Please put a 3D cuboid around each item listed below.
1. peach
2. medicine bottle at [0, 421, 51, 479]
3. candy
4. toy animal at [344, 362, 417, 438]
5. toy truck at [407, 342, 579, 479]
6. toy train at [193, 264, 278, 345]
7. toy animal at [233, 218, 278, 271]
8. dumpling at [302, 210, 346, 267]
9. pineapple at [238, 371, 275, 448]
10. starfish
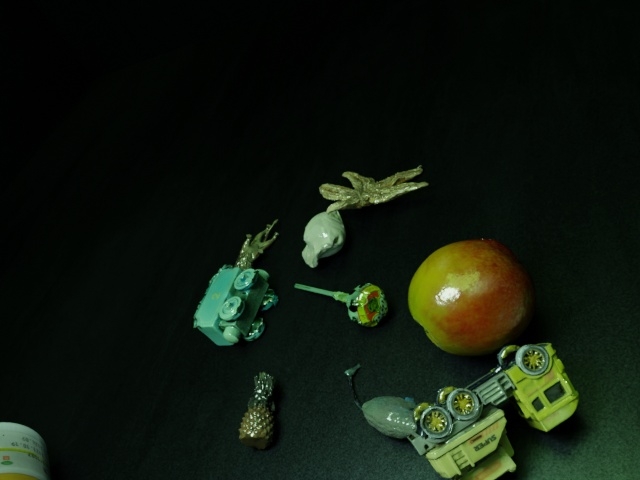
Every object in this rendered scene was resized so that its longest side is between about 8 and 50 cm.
[{"bbox_3d":[0.280,0.104,1.138,0.231,0.231,0.231,-19,40,17],"label":"peach"},{"bbox_3d":[-0.701,0.553,1.318,0.238,0.238,0.232,-38,37,-6],"label":"medicine bottle"},{"bbox_3d":[0.033,0.132,1.404,0.306,0.083,0.091,7,69,50],"label":"candy"},{"bbox_3d":[0.110,0.312,1.159,0.079,0.070,0.253,-10,14,-29],"label":"toy animal"},{"bbox_3d":[0.282,0.287,0.991,0.272,0.124,0.157,-31,81,-5],"label":"toy truck"},{"bbox_3d":[-0.209,0.158,1.503,0.163,0.112,0.203,-9,43,36],"label":"toy train"},{"bbox_3d":[-0.171,0.013,1.655,0.069,0.086,0.219,31,58,7],"label":"toy animal"},{"bbox_3d":[0.001,-0.001,1.551,0.134,0.100,0.169,-48,39,33],"label":"dumpling"},{"bbox_3d":[-0.124,0.345,1.268,0.074,0.074,0.159,-15,40,21],"label":"pineapple"},{"bbox_3d":[0.133,-0.132,1.598,0.303,0.060,0.299,-8,20,15],"label":"starfish"}]
